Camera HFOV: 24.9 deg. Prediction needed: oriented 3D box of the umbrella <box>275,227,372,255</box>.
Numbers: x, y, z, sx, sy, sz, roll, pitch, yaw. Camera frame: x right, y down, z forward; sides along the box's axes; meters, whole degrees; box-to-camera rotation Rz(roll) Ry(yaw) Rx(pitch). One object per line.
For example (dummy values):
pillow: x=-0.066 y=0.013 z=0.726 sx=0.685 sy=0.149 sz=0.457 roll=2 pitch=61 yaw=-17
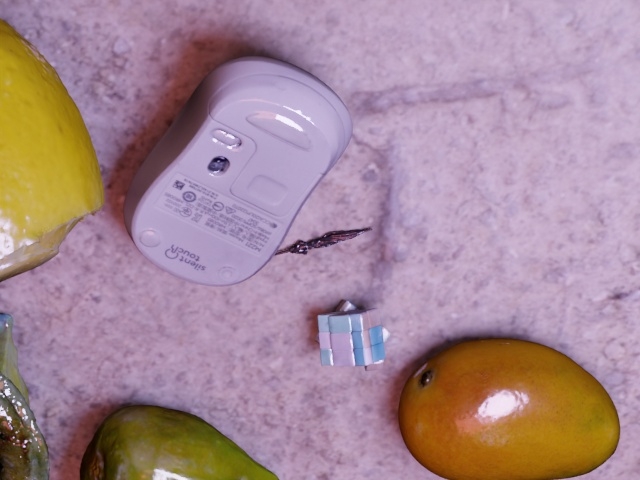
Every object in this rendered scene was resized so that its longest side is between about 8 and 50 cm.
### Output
umbrella: x=0.000 y=0.003 z=1.649 sx=0.122 sy=0.013 sz=0.022 roll=-9 pitch=92 yaw=10

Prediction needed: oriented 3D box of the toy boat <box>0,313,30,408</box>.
toy boat: x=-0.406 y=0.222 z=1.741 sx=0.111 sy=0.084 sz=0.276 roll=5 pitch=116 yaw=5

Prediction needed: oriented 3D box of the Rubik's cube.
Rubik's cube: x=0.038 y=0.109 z=1.664 sx=0.084 sy=0.073 sz=0.075 roll=15 pitch=105 yaw=32

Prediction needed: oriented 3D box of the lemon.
lemon: x=-0.421 y=-0.095 z=1.473 sx=0.364 sy=0.364 sz=0.364 roll=2 pitch=114 yaw=4

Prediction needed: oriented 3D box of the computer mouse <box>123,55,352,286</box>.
computer mouse: x=-0.091 y=-0.085 z=1.560 sx=0.184 sy=0.121 sz=0.297 roll=21 pitch=130 yaw=-17

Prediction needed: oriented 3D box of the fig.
fig: x=-0.170 y=0.289 z=1.712 sx=0.234 sy=0.167 sz=0.167 roll=23 pitch=114 yaw=1

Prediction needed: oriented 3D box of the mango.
mango: x=0.216 y=0.194 z=1.653 sx=0.255 sy=0.139 sz=0.175 roll=-1 pitch=126 yaw=-3

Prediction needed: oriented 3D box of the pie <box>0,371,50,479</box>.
pie: x=-0.455 y=0.235 z=1.674 sx=0.323 sy=0.070 sz=0.323 roll=8 pitch=118 yaw=16
